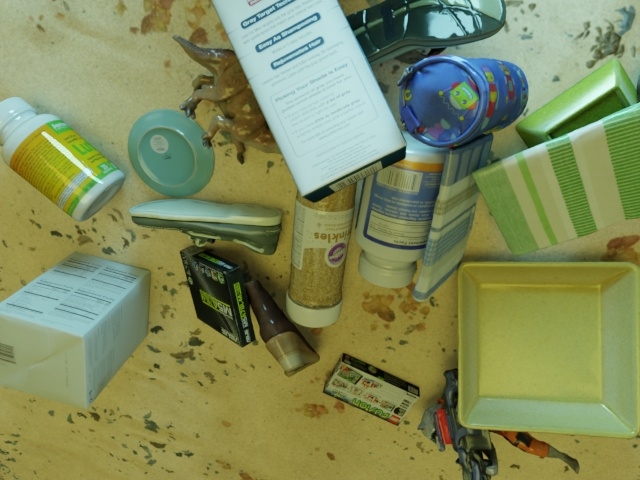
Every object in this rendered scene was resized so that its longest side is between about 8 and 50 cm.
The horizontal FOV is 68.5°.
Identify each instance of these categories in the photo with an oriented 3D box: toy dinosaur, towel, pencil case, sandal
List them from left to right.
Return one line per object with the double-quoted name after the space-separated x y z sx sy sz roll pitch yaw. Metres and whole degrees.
-0.126 -0.254 0.847 0.201 0.127 0.295 -25 104 20 "toy dinosaur"
0.147 -0.346 0.778 0.303 0.086 0.120 -4 79 29 "sandal"
0.237 -0.044 0.847 0.034 0.209 0.284 21 120 29 "towel"
0.223 -0.211 0.711 0.133 0.306 0.119 -19 94 37 "pencil case"
0.458 -0.100 0.806 0.325 0.038 0.248 -22 130 23 "towel"

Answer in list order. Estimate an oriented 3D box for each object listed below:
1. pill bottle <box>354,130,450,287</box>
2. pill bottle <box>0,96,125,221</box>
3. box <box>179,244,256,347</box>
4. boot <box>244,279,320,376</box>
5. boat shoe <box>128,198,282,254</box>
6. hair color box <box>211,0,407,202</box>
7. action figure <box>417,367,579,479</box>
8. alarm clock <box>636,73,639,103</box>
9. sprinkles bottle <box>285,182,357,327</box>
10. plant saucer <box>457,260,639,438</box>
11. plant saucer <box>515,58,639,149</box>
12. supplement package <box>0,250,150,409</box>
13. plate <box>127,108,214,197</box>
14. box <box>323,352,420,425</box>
0.146 -0.054 0.877 0.153 0.152 0.271 10 117 5 "pill bottle"
-0.536 -0.165 0.946 0.246 0.136 0.136 42 115 -11 "pill bottle"
-0.226 0.118 1.026 0.191 0.045 0.184 18 122 43 "box"
-0.087 0.196 1.059 0.090 0.248 0.206 -28 73 -3 "boot"
-0.240 -0.024 0.977 0.320 0.116 0.098 4 112 2 "boat shoe"
-0.016 -0.252 0.734 0.174 0.105 0.347 -25 85 8 "hair color box"
0.391 0.446 1.066 0.331 0.178 0.340 -3 90 16 "action figure"
0.576 -0.270 0.746 0.130 0.064 0.191 -15 108 6 "alarm clock"
0.000 0.000 0.944 0.121 0.121 0.355 9 116 5 "sprinkles bottle"
0.442 0.207 0.941 0.333 0.081 0.332 0 89 10 "plant saucer"
0.478 -0.179 0.820 0.188 0.045 0.188 -35 105 22 "plant saucer"
-0.534 0.186 1.042 0.198 0.262 0.199 14 116 3 "supplement package"
-0.313 -0.174 0.968 0.188 0.024 0.188 4 117 8 "plate"
0.122 0.364 1.143 0.207 0.036 0.114 25 117 -3 "box"
